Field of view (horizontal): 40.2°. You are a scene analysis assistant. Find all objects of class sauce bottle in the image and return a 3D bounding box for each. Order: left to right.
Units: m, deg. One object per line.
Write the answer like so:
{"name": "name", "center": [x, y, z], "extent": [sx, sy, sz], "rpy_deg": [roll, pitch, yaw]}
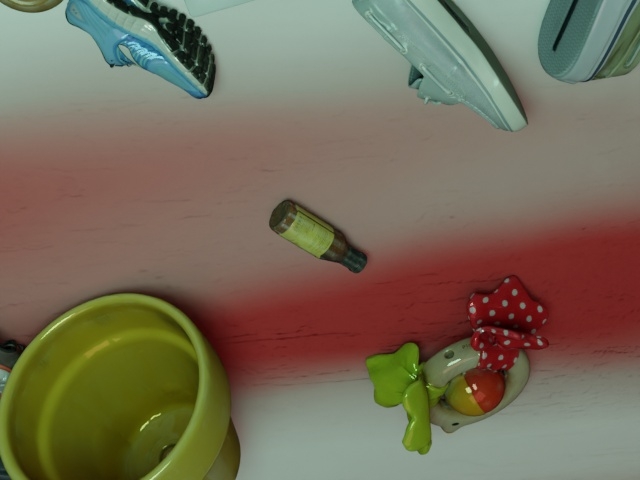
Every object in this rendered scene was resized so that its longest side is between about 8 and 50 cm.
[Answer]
{"name": "sauce bottle", "center": [0.000, 0.000, 1.008], "extent": [0.128, 0.042, 0.042], "rpy_deg": [33, 116, -28]}

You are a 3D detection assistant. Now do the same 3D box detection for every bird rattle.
{"name": "bird rattle", "center": [0.194, 0.168, 1.153], "extent": [0.253, 0.143, 0.207], "rpy_deg": [-38, 137, 4]}

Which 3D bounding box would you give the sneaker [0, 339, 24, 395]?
{"name": "sneaker", "center": [-0.367, 0.155, 1.062], "extent": [0.061, 0.065, 0.158], "rpy_deg": [-7, 154, 10]}

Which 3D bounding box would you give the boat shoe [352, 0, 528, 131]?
{"name": "boat shoe", "center": [0.119, -0.181, 0.871], "extent": [0.081, 0.079, 0.227], "rpy_deg": [-34, 120, 25]}

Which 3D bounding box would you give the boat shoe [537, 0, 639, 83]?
{"name": "boat shoe", "center": [0.301, -0.282, 0.813], "extent": [0.094, 0.109, 0.302], "rpy_deg": [-5, 139, -25]}

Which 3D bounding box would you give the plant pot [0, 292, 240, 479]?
{"name": "plant pot", "center": [-0.211, 0.228, 1.040], "extent": [0.254, 0.254, 0.239], "rpy_deg": [-18, 144, 5]}

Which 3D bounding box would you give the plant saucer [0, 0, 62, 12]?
{"name": "plant saucer", "center": [-0.267, -0.243, 0.791], "extent": [0.083, 0.015, 0.083], "rpy_deg": [-5, 128, -6]}

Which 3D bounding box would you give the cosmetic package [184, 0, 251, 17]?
{"name": "cosmetic package", "center": [-0.048, -0.282, 0.637], "extent": [0.151, 0.184, 0.151], "rpy_deg": [-15, 128, 3]}

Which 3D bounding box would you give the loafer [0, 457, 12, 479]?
{"name": "loafer", "center": [-0.403, 0.283, 1.129], "extent": [0.302, 0.109, 0.095], "rpy_deg": [26, 124, -29]}

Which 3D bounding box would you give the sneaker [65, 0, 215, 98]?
{"name": "sneaker", "center": [-0.170, -0.189, 0.833], "extent": [0.162, 0.063, 0.073], "rpy_deg": [37, 132, -27]}
